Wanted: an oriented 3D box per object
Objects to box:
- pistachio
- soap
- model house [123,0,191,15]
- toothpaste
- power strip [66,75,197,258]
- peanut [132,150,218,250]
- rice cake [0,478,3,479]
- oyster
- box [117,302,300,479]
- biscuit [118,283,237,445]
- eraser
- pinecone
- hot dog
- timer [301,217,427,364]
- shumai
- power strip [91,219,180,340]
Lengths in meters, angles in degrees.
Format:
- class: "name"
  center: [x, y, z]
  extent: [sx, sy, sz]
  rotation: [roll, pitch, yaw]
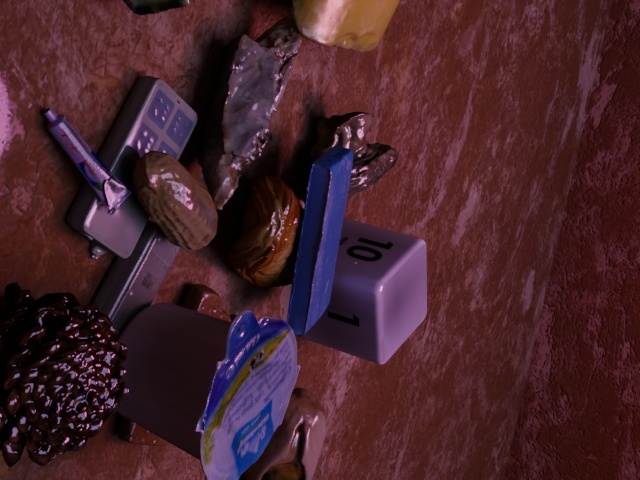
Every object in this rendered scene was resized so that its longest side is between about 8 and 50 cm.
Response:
- class: "pistachio"
  center: [-0.068, 0.393, 2.008]
  extent: [0.153, 0.137, 0.238]
  rotation: [-135, -120, -84]
- class: "soap"
  center: [0.097, -0.513, 1.689]
  extent: [0.306, 0.115, 0.427]
  rotation: [3, 119, -58]
- class: "model house"
  center: [-0.218, -0.413, 1.342]
  extent: [0.211, 0.170, 0.194]
  rotation: [147, -46, -66]
- class: "toothpaste"
  center: [-0.311, -0.107, 1.399]
  extent: [0.045, 0.028, 0.170]
  rotation: [-53, 129, -26]
- class: "power strip"
  center: [-0.266, -0.102, 1.503]
  extent: [0.271, 0.046, 0.118]
  rotation: [-65, 150, -14]
- class: "peanut"
  center: [-0.203, -0.058, 1.500]
  extent: [0.093, 0.083, 0.194]
  rotation: [-64, 149, -27]
- class: "rice cake"
  center: [-0.481, 0.317, 1.335]
  extent: [0.127, 0.043, 0.237]
  rotation: [-58, 147, -28]
- class: "oyster"
  center: [-0.117, -0.209, 1.627]
  extent: [0.166, 0.110, 0.341]
  rotation: [170, -60, -81]
- class: "box"
  center: [-0.186, 0.190, 1.524]
  extent: [0.262, 0.206, 0.291]
  rotation: [-53, 149, -37]
- class: "biscuit"
  center: [-0.228, 0.222, 1.733]
  extent: [0.301, 0.043, 0.278]
  rotation: [-39, 136, -42]
- class: "eraser"
  center: [0.000, 0.000, 1.821]
  extent: [0.144, 0.042, 0.312]
  rotation: [-44, 146, -65]
- class: "pinecone"
  center: [-0.353, 0.156, 1.323]
  extent: [0.221, 0.221, 0.222]
  rotation: [-35, 133, -49]
- class: "hot dog"
  center: [-0.089, -0.018, 1.782]
  extent: [0.259, 0.114, 0.175]
  rotation: [57, 52, -72]
- class: "timer"
  center: [0.081, 0.095, 2.054]
  extent: [0.192, 0.195, 0.194]
  rotation: [-41, 137, -44]
- class: "shumai"
  center: [0.040, -0.158, 1.937]
  extent: [0.209, 0.161, 0.153]
  rotation: [-30, 110, -23]
- class: "power strip"
  center: [-0.289, 0.090, 1.552]
  extent: [0.272, 0.052, 0.078]
  rotation: [-64, 150, -16]
